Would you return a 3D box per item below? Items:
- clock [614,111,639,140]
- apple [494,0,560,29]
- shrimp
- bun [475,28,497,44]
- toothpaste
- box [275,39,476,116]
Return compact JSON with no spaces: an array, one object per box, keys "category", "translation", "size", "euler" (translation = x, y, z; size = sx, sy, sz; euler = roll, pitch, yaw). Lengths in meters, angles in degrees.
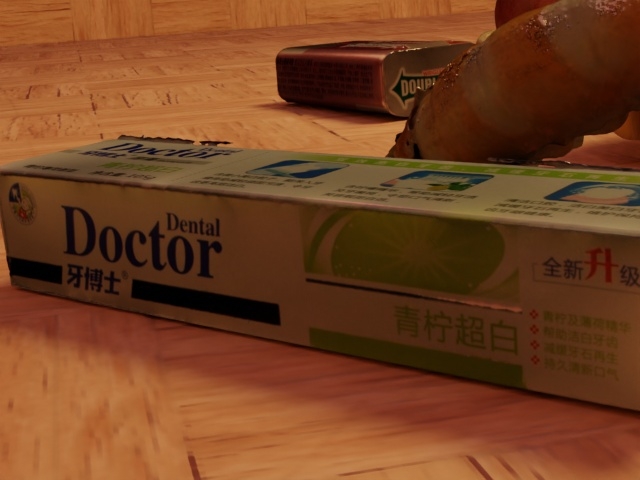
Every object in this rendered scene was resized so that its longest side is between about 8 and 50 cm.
[{"category":"clock","translation":[0.358,-0.173,0.807],"size":[0.244,0.200,0.317],"euler":[-3,-1,39]},{"category":"apple","translation":[0.297,-0.273,1.384],"size":[0.154,0.119,0.153],"euler":[-1,8,0]},{"category":"shrimp","translation":[0.182,-0.084,0.604],"size":[0.287,0.068,0.185],"euler":[-8,-22,-9]},{"category":"bun","translation":[0.208,-0.193,1.213],"size":[0.086,0.054,0.086],"euler":[16,30,-9]},{"category":"toothpaste","translation":[0.000,0.000,0.463],"size":[0.337,0.067,0.081],"euler":[7,18,37]},{"category":"box","translation":[0.054,-0.172,1.137],"size":[0.120,0.069,0.224],"euler":[-12,16,-29]}]
